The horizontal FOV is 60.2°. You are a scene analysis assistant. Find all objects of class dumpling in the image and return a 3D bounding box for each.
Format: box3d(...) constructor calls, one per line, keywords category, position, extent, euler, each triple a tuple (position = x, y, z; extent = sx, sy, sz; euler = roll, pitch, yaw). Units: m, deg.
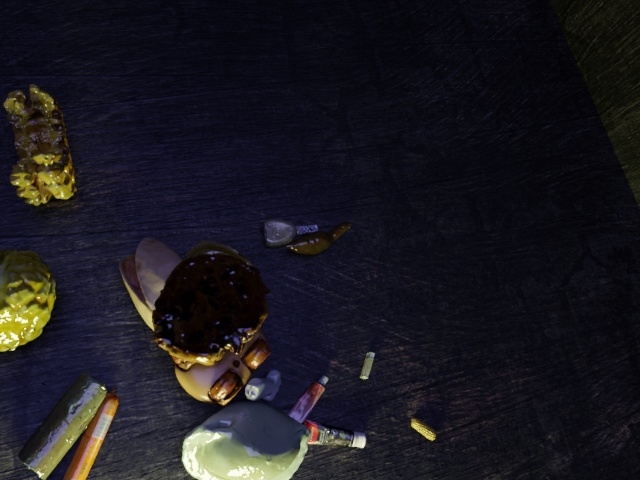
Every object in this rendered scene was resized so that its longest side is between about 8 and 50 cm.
box3d(category="dumpling", position=(-0.200, 0.571, 1.502), extent=(0.321, 0.211, 0.269), euler=(24, 68, 2))

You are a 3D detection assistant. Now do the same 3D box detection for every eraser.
box3d(category="eraser", position=(0.150, 0.400, 1.766), extent=(0.019, 0.038, 0.083), euler=(24, 67, -6))

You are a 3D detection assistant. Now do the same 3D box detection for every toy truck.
box3d(category="toy truck", position=(-0.276, 0.324, 1.565), extent=(0.204, 0.211, 0.288), euler=(43, 61, 1))

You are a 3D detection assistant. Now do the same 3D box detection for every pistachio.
box3d(category="pistachio", position=(-0.459, 0.139, 1.584), extent=(0.188, 0.187, 0.299), euler=(-31, 75, -25))

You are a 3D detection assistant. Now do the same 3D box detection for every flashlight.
box3d(category="flashlight", position=(-0.165, 0.419, 1.580), extent=(0.048, 0.200, 0.093), euler=(16, 85, 18))

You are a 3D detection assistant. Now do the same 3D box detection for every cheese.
box3d(category="cheese", position=(-0.100, -0.030, 1.841), extent=(0.192, 0.037, 0.097), euler=(-6, 74, -19))

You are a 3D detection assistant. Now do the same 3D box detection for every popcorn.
box3d(category="popcorn", position=(-0.827, 0.158, 1.421), extent=(0.282, 0.282, 0.247), euler=(-37, 54, -25))

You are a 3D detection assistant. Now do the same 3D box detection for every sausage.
box3d(category="sausage", position=(-0.618, 0.561, 1.456), extent=(0.053, 0.053, 0.347), euler=(23, 66, -9))

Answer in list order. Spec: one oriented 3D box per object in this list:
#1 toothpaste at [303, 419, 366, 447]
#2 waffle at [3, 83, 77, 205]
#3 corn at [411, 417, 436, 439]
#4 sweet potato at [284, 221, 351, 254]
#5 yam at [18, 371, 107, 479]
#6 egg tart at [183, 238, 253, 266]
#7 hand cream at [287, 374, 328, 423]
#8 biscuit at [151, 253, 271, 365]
box3d(category="toothpaste", position=(0.038, 0.590, 1.662), extent=(0.194, 0.045, 0.071), euler=(13, 83, -10))
box3d(category="waffle", position=(-0.797, -0.260, 1.580), extent=(0.151, 0.261, 0.324), euler=(-9, 71, -12))
box3d(category="corn", position=(0.328, 0.598, 1.754), extent=(0.092, 0.037, 0.037), euler=(34, 65, 0))
box3d(category="sweet potato", position=(0.002, 0.001, 1.846), extent=(0.270, 0.075, 0.074), euler=(-21, 78, -32))
box3d(category="yam", position=(-0.667, 0.478, 1.442), extent=(0.106, 0.106, 0.259), euler=(36, 64, -3))
box3d(category="egg tart", position=(-0.314, 0.105, 1.698), extent=(0.232, 0.098, 0.252), euler=(-27, 84, -20))
box3d(category="hand cream", position=(-0.049, 0.497, 1.675), extent=(0.052, 0.038, 0.216), euler=(29, 66, 24))
box3d(category="biscuit", position=(-0.288, 0.180, 1.468), extent=(0.290, 0.081, 0.334), euler=(21, 52, 7))
